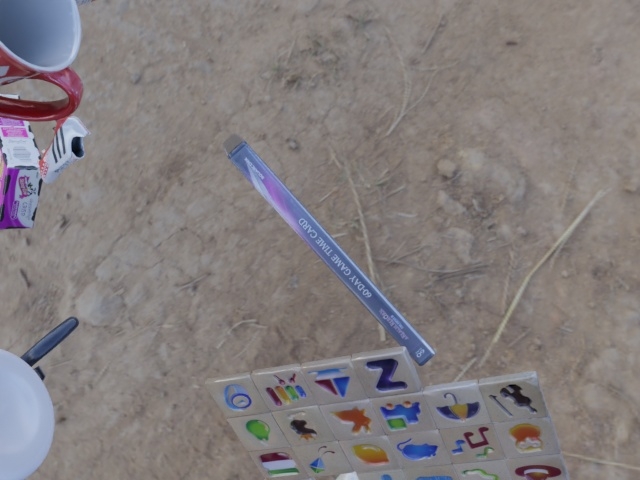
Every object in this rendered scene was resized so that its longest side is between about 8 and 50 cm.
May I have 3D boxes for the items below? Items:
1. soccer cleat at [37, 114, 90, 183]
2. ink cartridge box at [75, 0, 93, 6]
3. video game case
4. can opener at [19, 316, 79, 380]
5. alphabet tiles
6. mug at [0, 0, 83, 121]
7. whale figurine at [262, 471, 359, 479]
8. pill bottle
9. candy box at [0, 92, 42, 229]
[{"bbox_3d":[-0.245,-0.082,0.680,0.036,0.083,0.029,39,31,7],"label":"soccer cleat"},{"bbox_3d":[-0.429,-0.440,1.116,0.176,0.128,0.127,-30,98,-25],"label":"ink cartridge box"},{"bbox_3d":[0.000,0.000,0.742,0.026,0.196,0.274,-41,104,0],"label":"video game case"},{"bbox_3d":[-0.495,0.199,1.236,0.073,0.059,0.186,55,41,-19],"label":"can opener"},{"bbox_3d":[0.057,0.159,0.540,0.009,0.237,0.198,-73,145,-54],"label":"alphabet tiles"},{"bbox_3d":[-0.291,-0.151,0.576,0.113,0.169,0.150,-57,131,-59],"label":"mug"},{"bbox_3d":[-0.035,0.508,1.326,0.272,0.141,0.216,-27,94,6],"label":"whale figurine"},{"bbox_3d":[-0.552,0.288,0.977,0.188,0.334,0.187,51,24,-34],"label":"pill bottle"},{"bbox_3d":[-0.609,-0.157,1.385,0.071,0.159,0.233,-4,48,-36],"label":"candy box"}]
